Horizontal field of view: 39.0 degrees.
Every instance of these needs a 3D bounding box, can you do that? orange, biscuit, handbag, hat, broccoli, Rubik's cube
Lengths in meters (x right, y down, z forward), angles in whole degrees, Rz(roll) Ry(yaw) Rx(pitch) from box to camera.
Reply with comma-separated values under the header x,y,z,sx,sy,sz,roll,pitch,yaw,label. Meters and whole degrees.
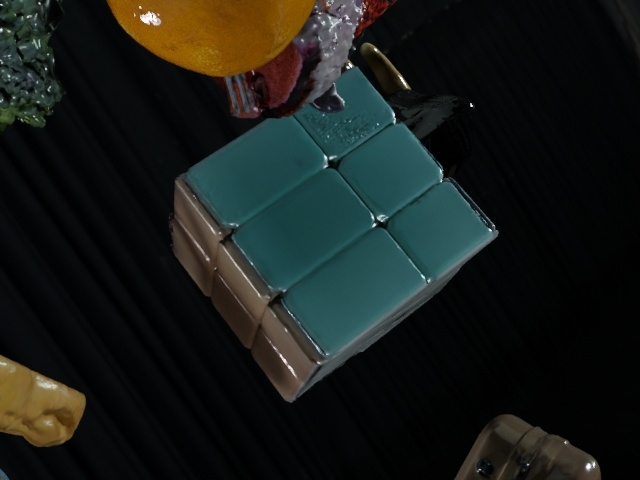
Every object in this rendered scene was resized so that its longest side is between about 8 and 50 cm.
x,y,z,sx,sy,sz,roll,pitch,yaw,label
-0.039,-0.100,0.326,0.083,0.083,0.083,-31,-168,7,orange
-0.331,0.057,0.604,0.351,0.312,0.057,73,37,-70,biscuit
0.216,0.378,1.078,0.149,0.283,0.302,23,-102,28,handbag
0.013,-0.166,0.553,0.227,0.140,0.129,-28,175,-34,hat
-0.311,-0.178,0.731,0.145,0.165,0.304,-11,-159,-31,broccoli
0.000,0.000,0.929,0.231,0.225,0.221,-35,169,-19,Rubik's cube

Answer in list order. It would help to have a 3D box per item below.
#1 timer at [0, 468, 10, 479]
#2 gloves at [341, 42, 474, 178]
x,y,z,sx,sy,sz,roll,pitch,yaw,label
-0.401,0.267,0.927,0.175,0.255,0.175,1,-137,-1,timer
0.050,-0.162,1.213,0.197,0.301,0.152,-38,153,-31,gloves
